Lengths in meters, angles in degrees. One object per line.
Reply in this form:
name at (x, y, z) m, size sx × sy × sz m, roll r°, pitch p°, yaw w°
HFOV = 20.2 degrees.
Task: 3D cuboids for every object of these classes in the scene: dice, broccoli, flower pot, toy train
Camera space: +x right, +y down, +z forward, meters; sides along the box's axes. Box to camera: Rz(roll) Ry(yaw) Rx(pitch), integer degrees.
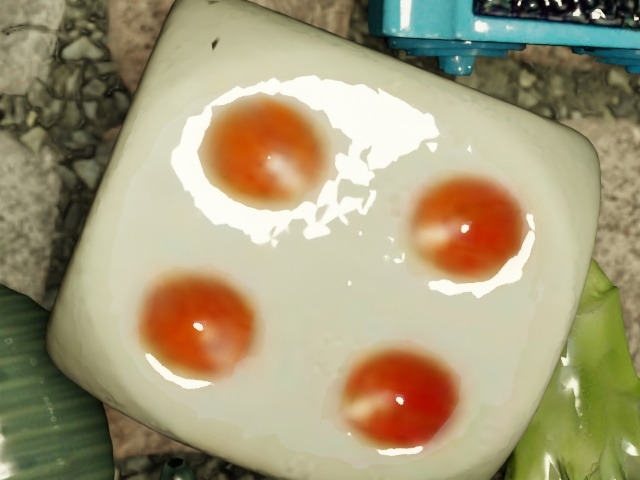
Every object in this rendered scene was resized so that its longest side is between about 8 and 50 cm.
dice at (0.000, 0.000, 1.219) m, size 0.304 × 0.304 × 0.276 m, roll 22°, pitch 94°, yaw -6°
broccoli at (0.215, 0.183, 1.315) m, size 0.254 × 0.186 × 0.302 m, roll 23°, pitch 100°, yaw 3°
flower pot at (-0.239, 0.146, 1.275) m, size 0.157 × 0.189 × 0.243 m, roll -14°, pitch 85°, yaw -39°
toy train at (0.184, -0.203, 1.232) m, size 0.300 × 0.265 × 0.188 m, roll 2°, pitch 96°, yaw -6°

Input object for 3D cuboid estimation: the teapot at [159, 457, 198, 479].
teapot at (-0.094, 0.285, 1.305) m, size 0.173 × 0.182 × 0.269 m, roll -4°, pitch 97°, yaw -5°
